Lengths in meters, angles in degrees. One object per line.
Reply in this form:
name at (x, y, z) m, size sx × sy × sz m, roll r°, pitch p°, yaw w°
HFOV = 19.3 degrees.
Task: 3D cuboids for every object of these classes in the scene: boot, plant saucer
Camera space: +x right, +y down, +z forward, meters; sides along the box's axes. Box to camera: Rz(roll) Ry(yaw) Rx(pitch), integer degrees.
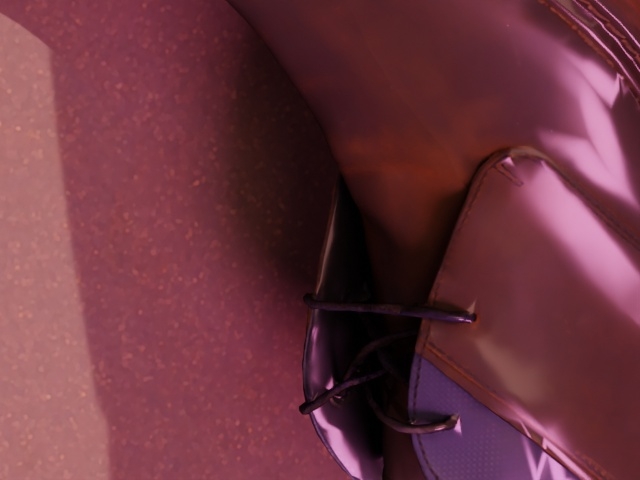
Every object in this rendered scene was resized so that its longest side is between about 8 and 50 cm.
boot at (0.026, 0.003, 0.377) m, size 0.219 × 0.082 × 0.106 m, roll 36°, pitch 77°, yaw -24°
plant saucer at (0.000, 0.000, 0.435) m, size 0.311 × 0.050 × 0.310 m, roll -2°, pitch 94°, yaw -24°
